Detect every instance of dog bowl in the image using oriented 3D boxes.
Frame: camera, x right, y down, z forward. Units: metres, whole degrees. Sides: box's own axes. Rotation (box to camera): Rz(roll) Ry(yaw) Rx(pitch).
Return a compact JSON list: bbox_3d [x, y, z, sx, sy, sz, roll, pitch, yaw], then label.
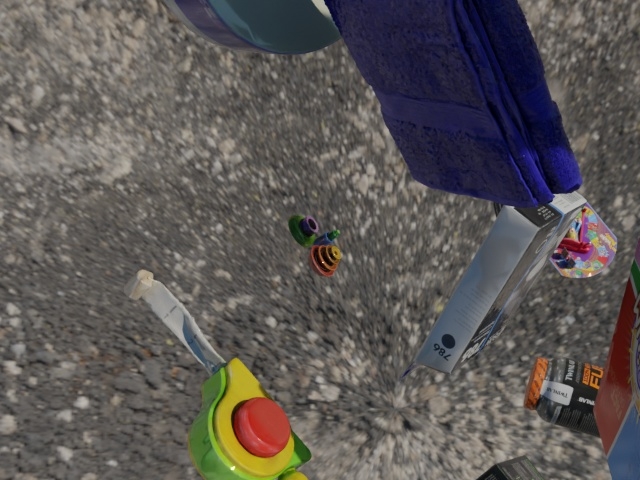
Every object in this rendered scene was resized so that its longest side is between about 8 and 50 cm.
[{"bbox_3d":[-0.053,-0.338,1.104,0.104,0.265,0.265,22,80,52],"label":"dog bowl"}]

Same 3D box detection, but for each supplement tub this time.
[{"bbox_3d":[0.448,0.267,1.711,0.190,0.117,0.117,16,82,9],"label":"supplement tub"}]

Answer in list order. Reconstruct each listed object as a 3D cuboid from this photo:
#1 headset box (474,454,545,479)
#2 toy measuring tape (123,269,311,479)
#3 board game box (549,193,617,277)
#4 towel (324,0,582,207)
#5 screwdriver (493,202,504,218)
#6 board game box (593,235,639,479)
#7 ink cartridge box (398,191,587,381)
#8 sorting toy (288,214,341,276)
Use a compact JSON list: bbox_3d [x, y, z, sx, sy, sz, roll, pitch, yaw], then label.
[{"bbox_3d":[0.256,0.474,1.618,0.246,0.283,0.131,-41,70,9],"label":"headset box"},{"bbox_3d":[-0.132,0.183,1.152,0.121,0.121,0.330,-41,89,-3],"label":"toy measuring tape"},{"bbox_3d":[0.434,-0.020,1.728,0.133,0.033,0.169,-28,71,-20],"label":"board game box"},{"bbox_3d":[0.128,-0.162,1.051,0.227,0.308,0.076,11,54,41],"label":"towel"},{"bbox_3d":[0.274,-0.100,1.582,0.024,0.025,0.170,-11,87,1],"label":"screwdriver"},{"bbox_3d":[0.343,0.106,0.961,0.064,0.242,0.316,8,115,2],"label":"board game box"},{"bbox_3d":[0.238,0.074,1.412,0.065,0.165,0.333,40,125,19],"label":"ink cartridge box"},{"bbox_3d":[0.000,0.000,1.411,0.042,0.061,0.102,-32,85,28],"label":"sorting toy"}]
